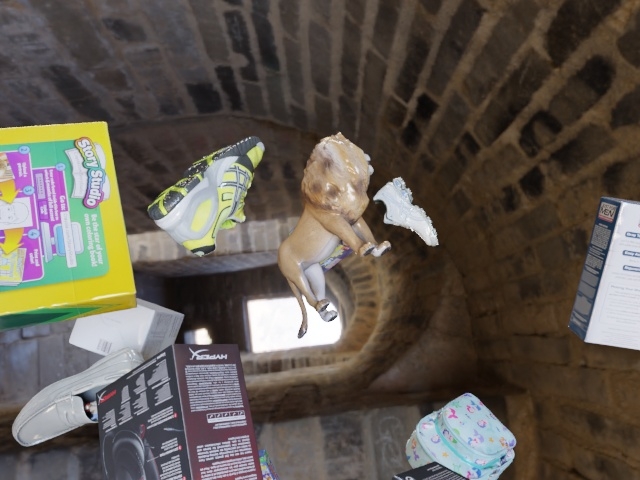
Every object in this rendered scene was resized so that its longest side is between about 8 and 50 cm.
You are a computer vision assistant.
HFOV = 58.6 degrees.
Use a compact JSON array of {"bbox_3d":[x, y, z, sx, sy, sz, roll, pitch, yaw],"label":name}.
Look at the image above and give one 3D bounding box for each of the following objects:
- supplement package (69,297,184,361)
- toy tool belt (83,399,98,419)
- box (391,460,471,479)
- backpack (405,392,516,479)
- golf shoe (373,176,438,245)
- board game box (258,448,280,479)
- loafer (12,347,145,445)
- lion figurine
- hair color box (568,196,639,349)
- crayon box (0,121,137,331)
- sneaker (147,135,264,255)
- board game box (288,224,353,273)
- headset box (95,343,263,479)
[{"bbox_3d":[-0.507,0.233,1.515,0.203,0.194,0.149,52,55,-77],"label":"supplement package"},{"bbox_3d":[-0.476,0.371,1.237,0.051,0.083,0.052,70,19,5],"label":"toy tool belt"},{"bbox_3d":[0.160,0.432,0.674,0.184,0.103,0.261,15,-84,46],"label":"box"},{"bbox_3d":[0.357,0.534,1.474,0.225,0.253,0.191,46,-46,35],"label":"backpack"},{"bbox_3d":[0.183,-0.047,1.231,0.176,0.086,0.069,57,1,23],"label":"golf shoe"},{"bbox_3d":[-0.230,0.698,1.671,0.035,0.201,0.136,-75,145,-69],"label":"board game box"},{"bbox_3d":[-0.530,0.358,1.259,0.112,0.319,0.111,60,-6,-37],"label":"loafer"},{"bbox_3d":[-0.005,-0.004,1.149,0.240,0.142,0.392,49,-61,22],"label":"lion figurine"},{"bbox_3d":[0.742,0.080,1.381,0.105,0.174,0.347,-90,-171,-77],"label":"hair color box"},{"bbox_3d":[-0.523,-0.030,1.038,0.106,0.313,0.363,126,-48,-61],"label":"crayon box"},{"bbox_3d":[-0.225,-0.106,1.253,0.147,0.145,0.384,58,37,-20],"label":"sneaker"},{"bbox_3d":[0.000,0.000,1.333,0.170,0.048,0.141,-39,-131,38],"label":"board game box"},{"bbox_3d":[-0.184,0.308,0.741,0.218,0.110,0.293,-34,-120,36],"label":"headset box"}]
